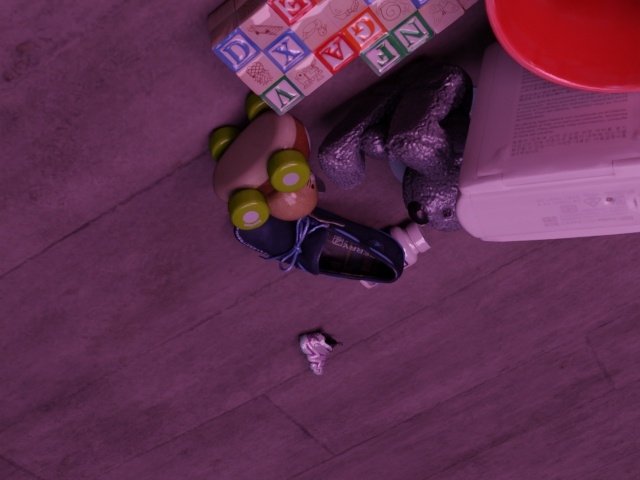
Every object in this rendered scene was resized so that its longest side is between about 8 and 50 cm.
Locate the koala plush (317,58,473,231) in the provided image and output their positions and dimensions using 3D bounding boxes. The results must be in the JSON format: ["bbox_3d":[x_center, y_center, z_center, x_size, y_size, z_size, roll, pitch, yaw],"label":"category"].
[{"bbox_3d":[0.151,-0.101,1.054,0.196,0.203,0.221,-3,132,47],"label":"koala plush"}]

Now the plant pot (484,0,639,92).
[{"bbox_3d":[0.301,-0.323,0.775,0.274,0.243,0.275,8,148,5],"label":"plant pot"}]

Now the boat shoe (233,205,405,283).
[{"bbox_3d":[0.000,0.000,1.164,0.258,0.089,0.109,8,114,0],"label":"boat shoe"}]

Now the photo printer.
[{"bbox_3d":[0.297,-0.146,0.908,0.256,0.308,0.107,-6,137,27],"label":"photo printer"}]

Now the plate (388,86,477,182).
[{"bbox_3d":[0.191,-0.137,1.162,0.188,0.024,0.188,-7,132,-7],"label":"plate"}]

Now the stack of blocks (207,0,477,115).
[{"bbox_3d":[0.032,-0.284,0.954,0.297,0.087,0.171,-35,129,18],"label":"stack of blocks"}]

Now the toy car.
[{"bbox_3d":[-0.037,-0.083,1.081,0.149,0.155,0.188,-41,136,23],"label":"toy car"}]

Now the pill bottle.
[{"bbox_3d":[0.109,0.019,1.251,0.120,0.067,0.067,-31,130,15],"label":"pill bottle"}]

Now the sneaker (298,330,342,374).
[{"bbox_3d":[0.009,0.195,1.402,0.069,0.038,0.098,-20,132,6],"label":"sneaker"}]
